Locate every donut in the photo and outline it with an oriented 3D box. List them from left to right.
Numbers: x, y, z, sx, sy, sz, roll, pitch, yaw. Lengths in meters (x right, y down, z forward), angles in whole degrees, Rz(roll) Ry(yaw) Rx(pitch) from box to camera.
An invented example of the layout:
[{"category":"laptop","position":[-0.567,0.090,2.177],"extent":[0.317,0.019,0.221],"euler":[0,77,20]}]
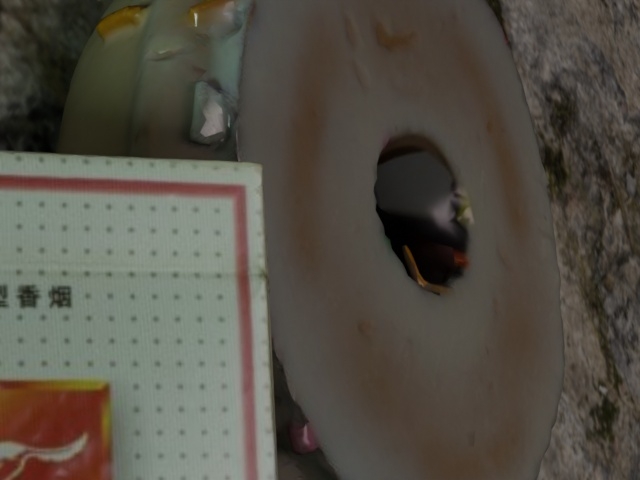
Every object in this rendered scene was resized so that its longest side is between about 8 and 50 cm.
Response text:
[{"category":"donut","position":[0.000,0.000,0.911],"extent":[0.382,0.142,0.383],"euler":[26,59,-54]}]

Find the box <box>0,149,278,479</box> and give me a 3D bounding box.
[{"category":"box","position":[-0.121,0.133,0.624],"extent":[0.210,0.095,0.330],"euler":[1,78,-20]}]
